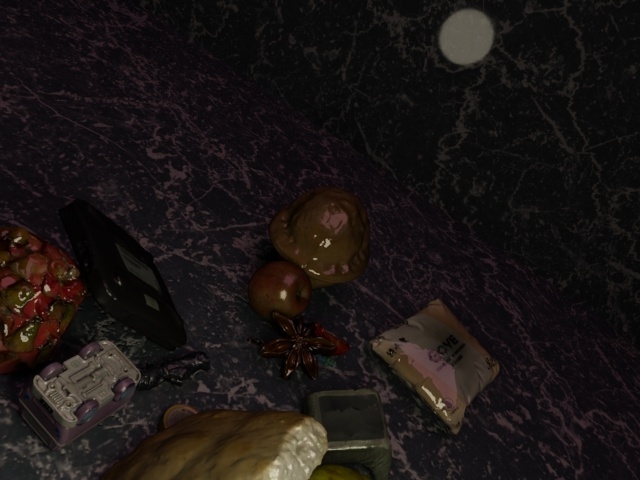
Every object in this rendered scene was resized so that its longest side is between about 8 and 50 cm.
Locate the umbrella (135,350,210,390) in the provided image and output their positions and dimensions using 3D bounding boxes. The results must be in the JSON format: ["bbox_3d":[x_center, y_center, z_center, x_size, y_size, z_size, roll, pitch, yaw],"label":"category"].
[{"bbox_3d":[-0.373,0.323,1.353,0.224,0.080,0.071,-5,83,-45],"label":"umbrella"}]

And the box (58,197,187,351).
[{"bbox_3d":[-0.478,0.091,1.384,0.350,0.091,0.359,52,-3,34],"label":"box"}]

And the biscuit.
[{"bbox_3d":[-0.232,0.439,0.996,0.429,0.447,0.103,-41,118,-45],"label":"biscuit"}]

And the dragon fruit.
[{"bbox_3d":[-0.652,0.090,1.199,0.296,0.262,0.314,24,31,-20],"label":"dragon fruit"}]

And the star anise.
[{"bbox_3d":[-0.071,0.301,1.619,0.190,0.126,0.220,-43,82,-17],"label":"star anise"}]

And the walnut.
[{"bbox_3d":[0.005,-0.012,1.930,0.384,0.383,0.383,26,30,-16],"label":"walnut"}]

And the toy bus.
[{"bbox_3d":[-0.491,0.313,1.157,0.142,0.142,0.202,42,30,11],"label":"toy bus"}]

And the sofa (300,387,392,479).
[{"bbox_3d":[0.066,0.522,1.497,0.226,0.175,0.210,-3,38,-7],"label":"sofa"}]

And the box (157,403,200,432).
[{"bbox_3d":[-0.315,0.426,1.281,0.106,0.037,0.105,26,31,-17],"label":"box"}]

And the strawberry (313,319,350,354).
[{"bbox_3d":[0.028,0.313,1.721,0.147,0.082,0.187,28,-8,-9],"label":"strawberry"}]

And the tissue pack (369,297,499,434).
[{"bbox_3d":[0.392,0.411,1.905,0.390,0.195,0.376,44,43,17],"label":"tissue pack"}]

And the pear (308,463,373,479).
[{"bbox_3d":[-0.010,0.596,1.044,0.414,0.352,0.351,12,36,-43],"label":"pear"}]

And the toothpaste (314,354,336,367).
[{"bbox_3d":[0.009,0.366,1.732,0.083,0.017,0.020,26,29,-14],"label":"toothpaste"}]

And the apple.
[{"bbox_3d":[-0.122,0.156,1.721,0.174,0.188,0.188,4,8,38],"label":"apple"}]
